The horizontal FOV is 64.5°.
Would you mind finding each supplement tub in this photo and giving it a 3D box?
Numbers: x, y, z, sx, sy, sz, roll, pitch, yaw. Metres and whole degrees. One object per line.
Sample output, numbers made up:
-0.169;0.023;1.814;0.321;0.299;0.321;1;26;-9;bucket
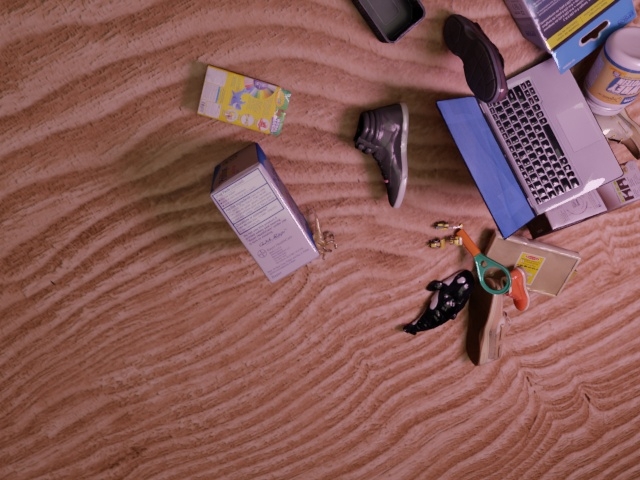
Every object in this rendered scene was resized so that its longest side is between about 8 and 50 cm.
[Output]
0.804;-0.449;1.364;0.144;0.144;0.199;-12;152;-4;supplement tub

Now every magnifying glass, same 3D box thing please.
0.496;0.064;1.556;0.092;0.026;0.231;-43;71;31;magnifying glass

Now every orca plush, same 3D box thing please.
0.393;0.219;1.635;0.287;0.102;0.151;-34;113;6;orca plush

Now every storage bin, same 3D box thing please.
0.164;-0.602;1.278;0.122;0.084;0.180;-39;111;8;storage bin

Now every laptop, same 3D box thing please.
0.555;-0.259;1.316;0.408;0.236;0.382;-26;88;7;laptop

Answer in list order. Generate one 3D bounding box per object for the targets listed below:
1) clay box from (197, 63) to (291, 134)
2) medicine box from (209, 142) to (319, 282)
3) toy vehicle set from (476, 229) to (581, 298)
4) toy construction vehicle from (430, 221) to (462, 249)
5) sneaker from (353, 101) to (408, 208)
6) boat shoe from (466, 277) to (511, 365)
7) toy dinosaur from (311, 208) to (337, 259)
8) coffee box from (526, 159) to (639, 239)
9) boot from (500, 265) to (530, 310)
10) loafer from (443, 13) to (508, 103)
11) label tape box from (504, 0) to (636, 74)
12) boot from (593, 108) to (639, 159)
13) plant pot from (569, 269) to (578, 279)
-0.200;-0.366;1.335;0.222;0.053;0.127;14;109;-15;clay box
-0.150;-0.081;1.343;0.149;0.263;0.289;-30;113;3;medicine box
0.648;0.076;1.594;0.267;0.035;0.166;16;124;2;toy vehicle set
0.387;-0.014;1.563;0.098;0.035;0.085;0;106;13;toy construction vehicle
0.165;-0.233;1.422;0.147;0.104;0.295;-3;106;-5;sneaker
0.563;0.264;1.679;0.110;0.121;0.341;-8;123;-10;boat shoe
0.000;0.000;1.508;0.093;0.053;0.183;2;117;-15;toy dinosaur
0.771;-0.117;1.506;0.297;0.168;0.118;-20;80;-1;coffee box
0.603;0.163;1.582;0.085;0.059;0.158;-28;115;-20;boot
0.409;-0.464;1.273;0.095;0.302;0.109;-5;147;-19;loafer
0.627;-0.653;1.315;0.249;0.115;0.347;-38;115;7;label tape box
0.821;-0.296;1.464;0.165;0.077;0.213;-27;73;4;boot
0.768;0.103;1.661;0.082;0.081;0.083;16;119;-14;plant pot
